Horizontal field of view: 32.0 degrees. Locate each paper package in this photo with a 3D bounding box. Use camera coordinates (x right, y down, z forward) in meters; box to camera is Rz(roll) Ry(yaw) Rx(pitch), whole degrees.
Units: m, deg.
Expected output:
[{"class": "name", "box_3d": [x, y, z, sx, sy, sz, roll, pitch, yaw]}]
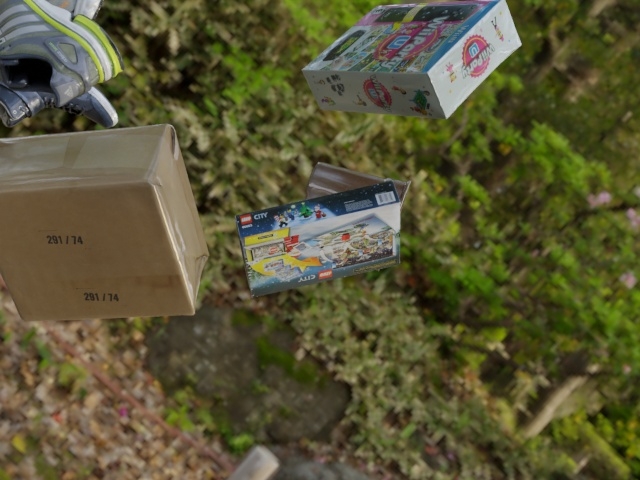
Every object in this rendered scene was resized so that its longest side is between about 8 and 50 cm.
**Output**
[{"class": "paper package", "box_3d": [-0.381, -0.023, 1.876, 0.168, 0.325, 0.309, -83, 166, -50]}]

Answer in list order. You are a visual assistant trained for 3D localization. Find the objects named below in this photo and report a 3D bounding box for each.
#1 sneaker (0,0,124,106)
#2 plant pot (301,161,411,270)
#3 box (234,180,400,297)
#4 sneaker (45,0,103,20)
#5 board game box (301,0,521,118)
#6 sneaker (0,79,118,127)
[{"class": "sneaker", "box_3d": [-0.422, -0.279, 1.547, 0.300, 0.121, 0.111, 25, -36, 24]}, {"class": "plant pot", "box_3d": [0.052, -0.051, 1.927, 0.165, 0.167, 0.167, 19, -2, 4]}, {"class": "box", "box_3d": [0.000, 0.000, 1.628, 0.159, 0.233, 0.044, 85, -9, -56]}, {"class": "sneaker", "box_3d": [-0.358, -0.453, 1.705, 0.108, 0.271, 0.100, 23, -4, -19]}, {"class": "board game box", "box_3d": [0.152, -0.312, 1.901, 0.303, 0.224, 0.097, 11, -42, 47]}, {"class": "sneaker", "box_3d": [-0.514, -0.253, 2.127, 0.226, 0.163, 0.086, 39, -24, -12]}]
